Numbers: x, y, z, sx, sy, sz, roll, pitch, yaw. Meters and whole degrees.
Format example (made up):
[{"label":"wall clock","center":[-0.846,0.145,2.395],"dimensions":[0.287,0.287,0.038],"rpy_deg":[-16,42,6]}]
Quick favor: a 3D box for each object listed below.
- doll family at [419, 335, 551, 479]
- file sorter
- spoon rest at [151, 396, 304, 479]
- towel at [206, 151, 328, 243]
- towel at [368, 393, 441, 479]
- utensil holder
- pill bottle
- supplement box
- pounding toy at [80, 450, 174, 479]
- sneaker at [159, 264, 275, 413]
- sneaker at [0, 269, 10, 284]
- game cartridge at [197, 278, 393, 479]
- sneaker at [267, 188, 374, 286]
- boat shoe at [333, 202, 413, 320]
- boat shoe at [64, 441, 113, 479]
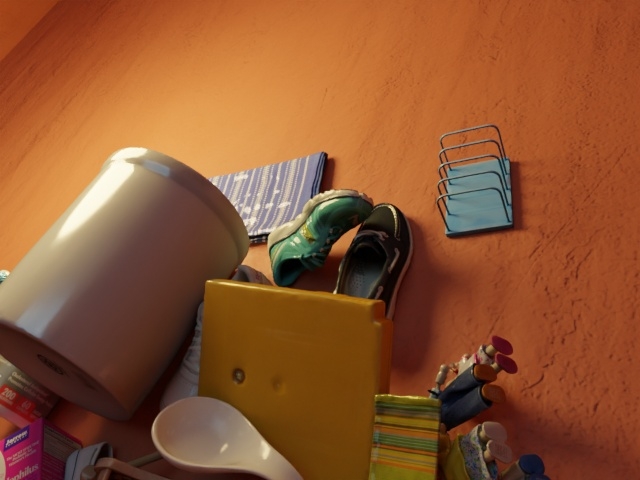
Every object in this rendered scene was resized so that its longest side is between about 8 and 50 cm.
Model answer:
[{"label":"doll family","center":[0.177,0.246,0.797],"dimensions":[0.263,0.118,0.163],"rpy_deg":[-91,26,-44]},{"label":"file sorter","center":[0.274,-0.109,1.102],"dimensions":[0.118,0.104,0.170],"rpy_deg":[-9,48,24]},{"label":"spoon rest","center":[-0.116,0.308,0.863],"dimensions":[0.276,0.084,0.137],"rpy_deg":[30,31,21]},{"label":"towel","center":[-0.150,-0.089,1.380],"dimensions":[0.336,0.040,0.243],"rpy_deg":[-9,46,24]},{"label":"towel","center":[0.095,0.308,0.742],"dimensions":[0.102,0.021,0.237],"rpy_deg":[-13,61,46]},{"label":"utensil holder","center":[-0.364,0.078,1.113],"dimensions":[0.327,0.328,0.385],"rpy_deg":[5,49,34]},{"label":"pill bottle","center":[-0.551,0.223,1.235],"dimensions":[0.161,0.161,0.283],"rpy_deg":[11,58,37]},{"label":"supplement box","center":[-0.480,0.433,1.037],"dimensions":[0.111,0.114,0.220],"rpy_deg":[-31,41,3]},{"label":"pounding toy","center":[-0.250,0.357,0.907],"dimensions":[0.269,0.154,0.155],"rpy_deg":[6,53,14]},{"label":"sneaker","center":[-0.193,0.173,1.080],"dimensions":[0.114,0.152,0.305],"rpy_deg":[19,64,39]},{"label":"sneaker","center":[-0.617,0.124,1.317],"dimensions":[0.092,0.229,0.087],"rpy_deg":[-41,60,-19]},{"label":"game cartridge","center":[-0.049,0.214,0.921],"dimensions":[0.323,0.052,0.285],"rpy_deg":[5,91,30]},{"label":"sneaker","center":[0.000,0.000,1.130],"dimensions":[0.275,0.107,0.110],"rpy_deg":[-38,41,41]},{"label":"boat shoe","center":[0.093,0.036,1.081],"dimensions":[0.114,0.091,0.302],"rpy_deg":[-9,47,24]},{"label":"boat shoe","center":[-0.377,0.425,1.003],"dimensions":[0.075,0.083,0.226],"rpy_deg":[-31,42,3]}]
